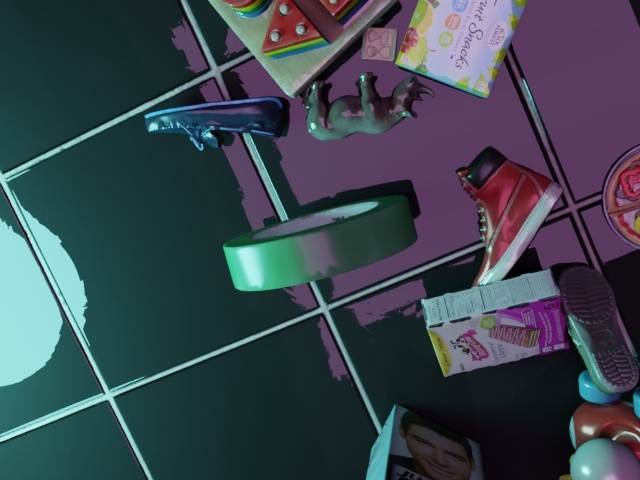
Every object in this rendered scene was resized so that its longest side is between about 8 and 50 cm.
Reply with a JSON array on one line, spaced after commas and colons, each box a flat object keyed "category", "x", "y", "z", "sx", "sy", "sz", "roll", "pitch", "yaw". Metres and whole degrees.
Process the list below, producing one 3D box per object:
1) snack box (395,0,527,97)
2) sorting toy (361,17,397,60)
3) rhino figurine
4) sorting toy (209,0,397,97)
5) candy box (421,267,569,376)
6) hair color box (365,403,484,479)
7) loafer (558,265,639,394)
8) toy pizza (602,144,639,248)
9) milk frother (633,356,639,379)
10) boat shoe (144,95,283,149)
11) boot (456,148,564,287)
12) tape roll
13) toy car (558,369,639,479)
[{"category": "snack box", "x": 0.248, "y": -0.373, "z": 1.249, "sx": 0.175, "sy": 0.070, "sz": 0.207, "roll": 22, "pitch": 103, "yaw": 5}, {"category": "sorting toy", "x": 0.107, "y": -0.368, "z": 1.301, "sx": 0.062, "sy": 0.012, "sz": 0.083, "roll": 7, "pitch": 104, "yaw": 12}, {"category": "rhino figurine", "x": 0.083, "y": -0.243, "z": 1.294, "sx": 0.244, "sy": 0.073, "sz": 0.106, "roll": -7, "pitch": 92, "yaw": 12}, {"category": "sorting toy", "x": -0.047, "y": -0.431, "z": 1.244, "sx": 0.255, "sy": 0.089, "sz": 0.257, "roll": -42, "pitch": 78, "yaw": 13}, {"category": "candy box", "x": 0.314, "y": 0.151, "z": 1.293, "sx": 0.234, "sy": 0.071, "sz": 0.159, "roll": -15, "pitch": 132, "yaw": 12}, {"category": "hair color box", "x": 0.178, "y": 0.439, "z": 1.245, "sx": 0.186, "sy": 0.374, "sz": 0.113, "roll": 25, "pitch": 103, "yaw": 4}, {"category": "loafer", "x": 0.471, "y": 0.159, "z": 1.258, "sx": 0.095, "sy": 0.087, "sz": 0.251, "roll": -5, "pitch": 55, "yaw": 1}, {"category": "toy pizza", "x": 0.603, "y": -0.076, "z": 1.267, "sx": 0.202, "sy": 0.032, "sz": 0.201, "roll": 1, "pitch": 100, "yaw": 8}, {"category": "milk frother", "x": 0.655, "y": 0.260, "z": 1.296, "sx": 0.135, "sy": 0.129, "sz": 0.143, "roll": -21, "pitch": 139, "yaw": 12}, {"category": "boat shoe", "x": -0.197, "y": -0.211, "z": 1.328, "sx": 0.259, "sy": 0.109, "sz": 0.088, "roll": -4, "pitch": 103, "yaw": 11}, {"category": "boot", "x": 0.299, "y": -0.034, "z": 1.303, "sx": 0.176, "sy": 0.088, "sz": 0.244, "roll": 32, "pitch": 110, "yaw": 16}, {"category": "tape roll", "x": 0.000, "y": 0.000, "z": 1.224, "sx": 0.322, "sy": 0.321, "sz": 0.077, "roll": -15, "pitch": 97, "yaw": 11}, {"category": "toy car", "x": 0.484, "y": 0.375, "z": 1.232, "sx": 0.238, "sy": 0.210, "sz": 0.219, "roll": -20, "pitch": 109, "yaw": -33}]
